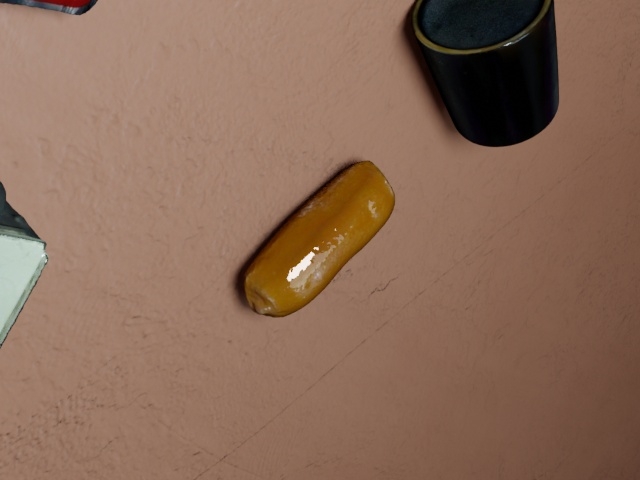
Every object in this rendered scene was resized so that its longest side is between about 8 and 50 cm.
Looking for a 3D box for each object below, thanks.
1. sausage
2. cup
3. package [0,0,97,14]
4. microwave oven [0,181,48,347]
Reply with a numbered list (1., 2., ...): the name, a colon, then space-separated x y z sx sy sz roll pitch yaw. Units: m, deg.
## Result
1. sausage: 0.000 0.000 1.121 0.238 0.098 0.098 -44 136 -14
2. cup: 0.241 -0.248 1.137 0.239 0.166 0.177 -43 139 -12
3. package: -0.239 -0.258 0.675 0.194 0.071 0.269 -53 168 29
4. microwave oven: -0.391 -0.045 0.478 0.333 0.394 0.247 13 112 -53
